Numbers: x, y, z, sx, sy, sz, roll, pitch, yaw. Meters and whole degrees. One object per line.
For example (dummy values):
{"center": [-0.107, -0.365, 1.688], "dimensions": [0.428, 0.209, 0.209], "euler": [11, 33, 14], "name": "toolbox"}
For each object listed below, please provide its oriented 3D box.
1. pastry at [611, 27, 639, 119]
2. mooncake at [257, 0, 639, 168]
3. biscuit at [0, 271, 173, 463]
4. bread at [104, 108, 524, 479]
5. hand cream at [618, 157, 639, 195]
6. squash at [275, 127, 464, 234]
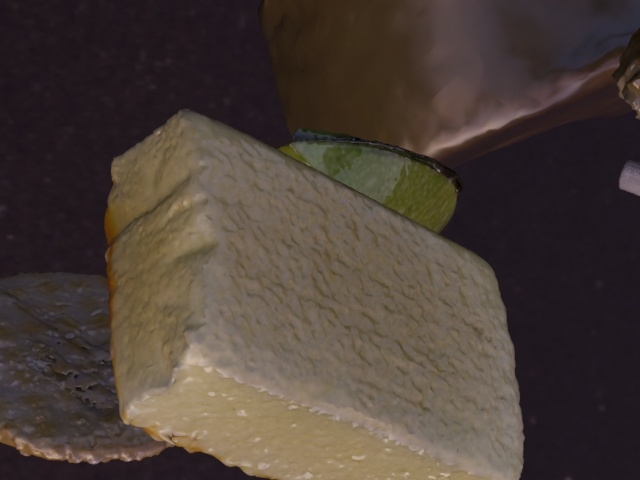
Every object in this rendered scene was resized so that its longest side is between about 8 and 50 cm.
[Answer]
{"center": [0.332, -0.134, 1.094], "dimensions": [0.121, 0.257, 0.236], "euler": [58, 25, -23], "name": "pastry"}
{"center": [0.159, -0.196, 1.440], "dimensions": [0.394, 0.393, 0.246], "euler": [-15, 86, -74], "name": "mooncake"}
{"center": [-0.180, 0.088, 1.172], "dimensions": [0.220, 0.220, 0.033], "euler": [-21, 136, -45], "name": "biscuit"}
{"center": [0.000, 0.040, 0.665], "dimensions": [0.188, 0.068, 0.125], "euler": [25, 47, -34], "name": "bread"}
{"center": [0.326, -0.009, 1.136], "dimensions": [0.050, 0.257, 0.084], "euler": [-22, 124, -44], "name": "hand cream"}
{"center": [0.003, 0.022, 0.933], "dimensions": [0.184, 0.192, 0.085], "euler": [8, 61, -42], "name": "squash"}
